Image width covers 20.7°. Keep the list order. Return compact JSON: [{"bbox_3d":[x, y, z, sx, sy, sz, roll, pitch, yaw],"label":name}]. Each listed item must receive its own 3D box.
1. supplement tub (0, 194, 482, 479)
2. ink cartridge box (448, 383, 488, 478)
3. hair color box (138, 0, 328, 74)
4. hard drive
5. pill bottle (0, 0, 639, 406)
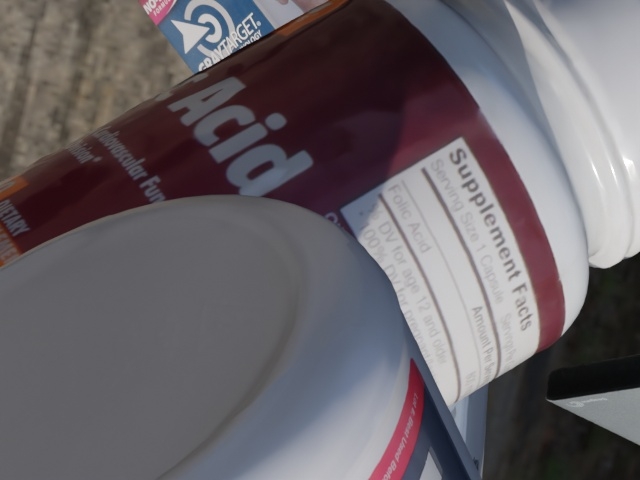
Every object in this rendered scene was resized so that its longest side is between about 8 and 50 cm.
[{"bbox_3d":[-0.022,0.139,0.589,0.191,0.191,0.272,-53,131,-36],"label":"supplement tub"},{"bbox_3d":[0.017,0.218,1.330,0.114,0.197,0.273,-24,118,-76],"label":"ink cartridge box"},{"bbox_3d":[0.004,-0.152,1.352,0.174,0.347,0.105,-38,180,-43],"label":"hair color box"},{"bbox_3d":[0.206,0.096,0.992,0.135,0.094,0.022,27,62,-37],"label":"hard drive"},{"bbox_3d":[0.000,0.000,0.942,0.392,0.224,0.224,-31,138,-12],"label":"pill bottle"}]
